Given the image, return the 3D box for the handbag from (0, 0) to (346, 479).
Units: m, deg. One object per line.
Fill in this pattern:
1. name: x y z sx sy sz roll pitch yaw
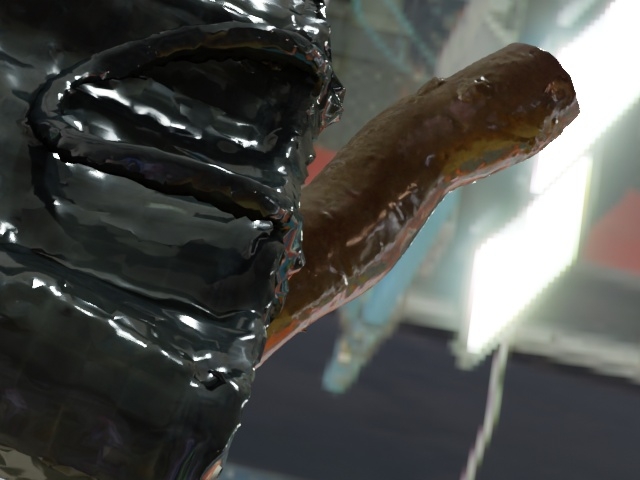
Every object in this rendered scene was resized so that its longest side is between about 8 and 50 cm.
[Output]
1. handbag: -0.081 -0.036 0.445 0.175 0.270 0.089 17 -61 -5

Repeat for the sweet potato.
1. sweet potato: 0.000 0.000 0.894 0.067 0.281 0.059 6 -52 57
